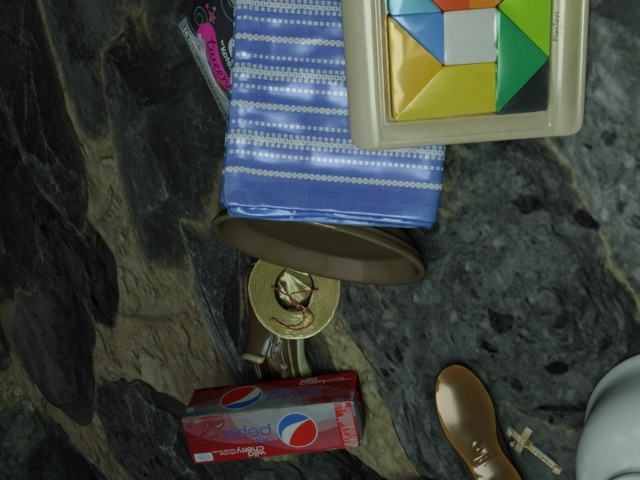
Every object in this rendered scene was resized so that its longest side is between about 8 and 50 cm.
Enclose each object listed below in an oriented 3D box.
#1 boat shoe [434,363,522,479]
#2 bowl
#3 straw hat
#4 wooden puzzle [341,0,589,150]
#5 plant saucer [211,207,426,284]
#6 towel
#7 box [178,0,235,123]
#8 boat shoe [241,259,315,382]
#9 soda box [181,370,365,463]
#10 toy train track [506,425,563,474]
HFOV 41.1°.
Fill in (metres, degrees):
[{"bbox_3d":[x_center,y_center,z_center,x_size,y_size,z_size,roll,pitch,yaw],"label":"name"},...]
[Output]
[{"bbox_3d":[0.202,0.258,1.111,0.073,0.073,0.207,42,-153,-88],"label":"boat shoe"},{"bbox_3d":[0.377,0.271,0.878,0.297,0.134,0.298,25,128,38],"label":"bowl"},{"bbox_3d":[-0.039,0.069,1.270,0.061,0.144,0.145,-97,-11,-79],"label":"straw hat"},{"bbox_3d":[0.141,-0.199,0.836,0.238,0.044,0.221,-3,113,5],"label":"wooden puzzle"},{"bbox_3d":[0.000,0.000,1.079,0.277,0.277,0.041,-2,70,48],"label":"plant saucer"},{"bbox_3d":[0.019,-0.184,0.909,0.243,0.040,0.336,5,97,5],"label":"towel"},{"bbox_3d":[-0.030,-0.197,1.032,0.142,0.163,0.247,-24,93,52],"label":"box"},{"bbox_3d":[-0.078,0.162,1.341,0.095,0.095,0.258,-4,108,48],"label":"boat shoe"},{"bbox_3d":[-0.067,0.266,1.286,0.263,0.092,0.084,-7,109,9],"label":"soda box"},{"bbox_3d":[0.270,0.269,1.087,0.083,0.014,0.048,37,135,27],"label":"toy train track"}]
